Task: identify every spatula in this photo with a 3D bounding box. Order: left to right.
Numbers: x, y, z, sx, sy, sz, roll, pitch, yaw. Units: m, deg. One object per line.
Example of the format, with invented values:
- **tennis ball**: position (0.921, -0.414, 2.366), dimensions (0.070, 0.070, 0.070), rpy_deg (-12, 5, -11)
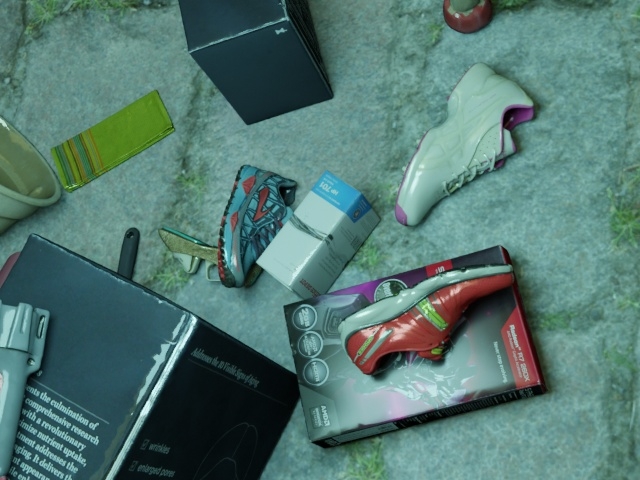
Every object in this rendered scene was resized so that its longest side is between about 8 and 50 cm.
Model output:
- **spatula**: position (-0.350, 0.116, 1.764), dimensions (0.084, 0.030, 0.296), rpy_deg (0, 72, 16)

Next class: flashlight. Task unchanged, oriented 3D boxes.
- **flashlight**: position (-0.410, 0.222, 1.190), dimensions (0.103, 0.103, 0.303), rpy_deg (-1, 73, 21)

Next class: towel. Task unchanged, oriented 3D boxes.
- **towel**: position (-0.392, -0.188, 1.878), dimensions (0.237, 0.021, 0.102), rpy_deg (-29, 68, 5)

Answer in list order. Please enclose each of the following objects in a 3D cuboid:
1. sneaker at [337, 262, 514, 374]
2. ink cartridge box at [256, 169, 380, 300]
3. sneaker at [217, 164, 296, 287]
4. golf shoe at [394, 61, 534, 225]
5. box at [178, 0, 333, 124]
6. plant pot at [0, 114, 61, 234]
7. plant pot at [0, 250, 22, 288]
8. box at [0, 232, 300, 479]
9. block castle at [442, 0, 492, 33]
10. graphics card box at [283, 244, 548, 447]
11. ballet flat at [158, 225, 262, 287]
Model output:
- **sneaker**: position (0.167, 0.117, 1.496), dimensions (0.279, 0.107, 0.118), rpy_deg (-25, 86, 10)
- **ink cartridge box**: position (0.000, 0.000, 1.641), dimensions (0.082, 0.139, 0.190), rpy_deg (37, 86, 24)
- **sneaker**: position (-0.098, -0.027, 1.664), dimensions (0.125, 0.104, 0.261), rpy_deg (10, 49, 2)
- **golf shoe**: position (0.234, -0.144, 1.639), dimensions (0.140, 0.115, 0.306), rpy_deg (30, 84, 19)
- **box**: position (-0.124, -0.402, 1.720), dimensions (0.183, 0.296, 0.293), rpy_deg (-18, 69, 9)
- **plant pot**: position (-0.694, -0.075, 1.793), dimensions (0.305, 0.334, 0.334), rpy_deg (-47, 66, 11)
- **plant pot**: position (-0.497, 0.125, 1.727), dimensions (0.202, 0.201, 0.180), rpy_deg (-3, 57, 15)
- **box**: position (-0.306, 0.311, 1.445), dimensions (0.298, 0.480, 0.471), rpy_deg (26, 81, 22)
- **block castle**: position (0.303, -0.611, 1.719), dimensions (0.453, 0.213, 0.303), rpy_deg (-45, 74, 3)
- **graphics card box**: position (0.143, 0.169, 1.573), dimensions (0.371, 0.094, 0.232), rpy_deg (-16, 69, 11)
- **ballet flat**: position (-0.199, 0.032, 1.728), dimensions (0.206, 0.073, 0.067), rpy_deg (16, 86, 22)
